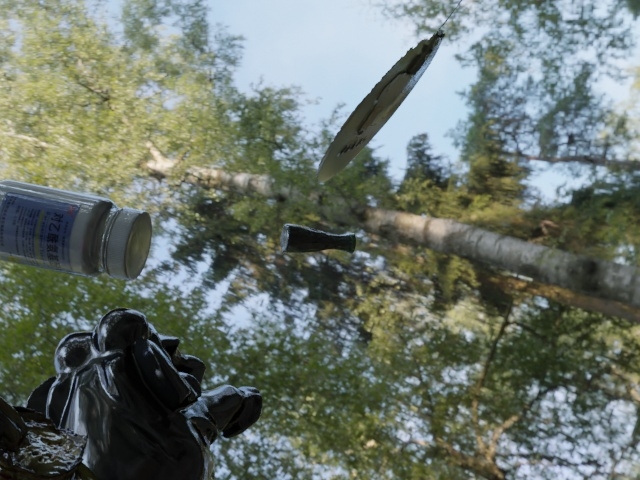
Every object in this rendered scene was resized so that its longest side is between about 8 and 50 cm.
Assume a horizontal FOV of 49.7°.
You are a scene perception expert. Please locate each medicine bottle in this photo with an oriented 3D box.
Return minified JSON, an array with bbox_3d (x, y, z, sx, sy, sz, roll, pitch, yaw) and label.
[{"bbox_3d":[-0.314,-0.010,0.857,0.103,0.187,0.102,12,-90,-86],"label":"medicine bottle"}]

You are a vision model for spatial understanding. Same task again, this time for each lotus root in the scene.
[{"bbox_3d":[-0.229,0.235,0.517,0.154,0.154,0.278,6,-74,-42],"label":"lotus root"}]

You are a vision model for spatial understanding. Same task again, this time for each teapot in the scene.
[{"bbox_3d":[0.000,0.000,0.998,0.111,0.043,0.042,3,-80,-18],"label":"teapot"}]

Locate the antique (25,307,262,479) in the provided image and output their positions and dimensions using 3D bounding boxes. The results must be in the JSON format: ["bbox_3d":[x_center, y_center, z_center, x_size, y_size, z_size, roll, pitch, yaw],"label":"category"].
[{"bbox_3d":[-0.179,0.233,0.748,0.185,0.322,0.255,-27,-45,17],"label":"antique"}]

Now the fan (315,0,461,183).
[{"bbox_3d":[0.097,-0.173,0.636,0.329,0.009,0.191,-51,-7,25],"label":"fan"}]
